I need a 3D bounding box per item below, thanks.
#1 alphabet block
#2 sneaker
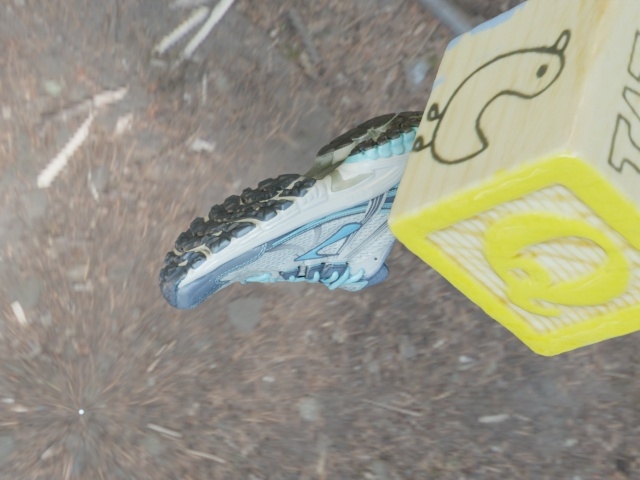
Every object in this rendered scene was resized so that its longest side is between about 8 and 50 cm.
[{"bbox_3d":[0.197,-0.057,1.181,0.193,0.192,0.197,38,51,-24],"label":"alphabet block"},{"bbox_3d":[0.000,0.000,1.326,0.283,0.110,0.122,-29,106,-18],"label":"sneaker"}]
